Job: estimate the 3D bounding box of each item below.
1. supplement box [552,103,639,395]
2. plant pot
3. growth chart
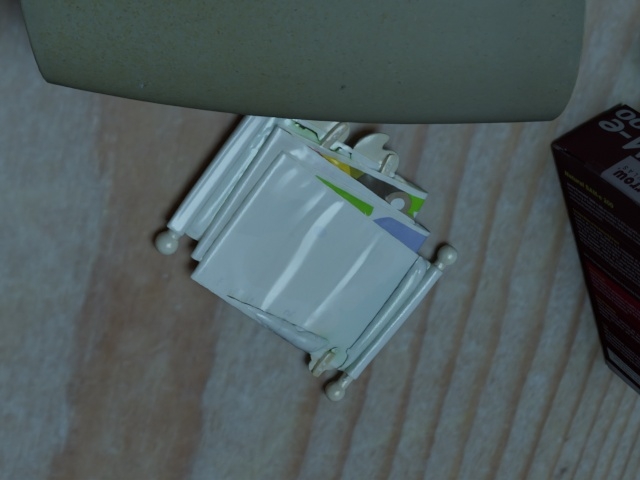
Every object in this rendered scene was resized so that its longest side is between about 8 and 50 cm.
[{"bbox_3d":[0.263,0.029,1.064,0.073,0.130,0.239,-30,127,-11],"label":"supplement box"},{"bbox_3d":[-0.025,-0.170,0.758,0.274,0.256,0.256,-10,122,-3],"label":"plant pot"},{"bbox_3d":[0.000,0.000,0.979,0.172,0.021,0.237,-47,127,2],"label":"growth chart"}]
